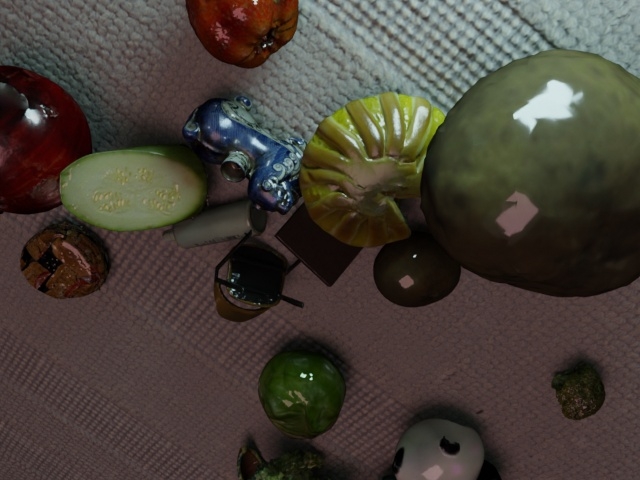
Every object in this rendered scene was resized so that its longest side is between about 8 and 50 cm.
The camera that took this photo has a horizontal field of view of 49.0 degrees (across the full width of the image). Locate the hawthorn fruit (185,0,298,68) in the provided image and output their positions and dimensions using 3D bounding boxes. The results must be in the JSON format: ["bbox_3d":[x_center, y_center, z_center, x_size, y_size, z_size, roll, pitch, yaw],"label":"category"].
[{"bbox_3d":[-0.159,-0.443,1.268,0.243,0.207,0.207,52,128,14],"label":"hawthorn fruit"}]

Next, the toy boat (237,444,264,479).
[{"bbox_3d":[-0.194,0.714,2.112,0.099,0.108,0.293,8,126,53],"label":"toy boat"}]

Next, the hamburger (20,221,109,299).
[{"bbox_3d":[-0.657,0.059,1.821,0.230,0.107,0.231,6,117,12],"label":"hamburger"}]

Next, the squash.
[{"bbox_3d":[-0.391,-0.105,1.498,0.189,0.260,0.189,12,110,36],"label":"squash"}]

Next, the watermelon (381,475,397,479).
[{"bbox_3d":[0.212,0.812,1.890,0.283,0.250,0.293,43,90,-8],"label":"watermelon"}]

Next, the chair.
[{"bbox_3d":[-0.149,0.094,1.620,0.158,0.173,0.247,16,164,-24],"label":"chair"}]

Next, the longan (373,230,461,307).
[{"bbox_3d":[0.205,0.062,1.495,0.187,0.167,0.168,8,126,-3],"label":"longan"}]

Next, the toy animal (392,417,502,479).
[{"bbox_3d":[0.321,0.593,1.779,0.250,0.251,0.310,-24,120,31],"label":"toy animal"}]

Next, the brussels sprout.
[{"bbox_3d":[-0.045,0.389,1.780,0.243,0.244,0.244,9,125,13],"label":"brussels sprout"}]

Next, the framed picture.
[{"bbox_3d":[0.000,0.000,1.549,0.168,0.128,0.023,44,165,-13],"label":"framed picture"}]

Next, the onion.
[{"bbox_3d":[-0.651,-0.222,1.497,0.341,0.341,0.342,9,125,13],"label":"onion"}]

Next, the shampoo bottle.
[{"bbox_3d":[-0.256,-0.033,1.630,0.262,0.085,0.085,-10,119,25],"label":"shampoo bottle"}]

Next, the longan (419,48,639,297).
[{"bbox_3d":[0.382,-0.111,1.168,0.435,0.404,0.404,14,130,-19],"label":"longan"}]

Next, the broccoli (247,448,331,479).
[{"bbox_3d":[-0.052,0.758,1.989,0.317,0.277,0.339,19,134,14],"label":"broccoli"}]

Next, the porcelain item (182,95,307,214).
[{"bbox_3d":[-0.152,-0.169,1.441,0.288,0.186,0.138,35,131,-7],"label":"porcelain item"}]

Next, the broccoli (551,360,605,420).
[{"bbox_3d":[0.583,0.342,1.590,0.131,0.130,0.120,29,177,-36],"label":"broccoli"}]

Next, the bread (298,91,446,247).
[{"bbox_3d":[0.115,-0.127,1.357,0.332,0.160,0.333,-1,120,-1],"label":"bread"}]
